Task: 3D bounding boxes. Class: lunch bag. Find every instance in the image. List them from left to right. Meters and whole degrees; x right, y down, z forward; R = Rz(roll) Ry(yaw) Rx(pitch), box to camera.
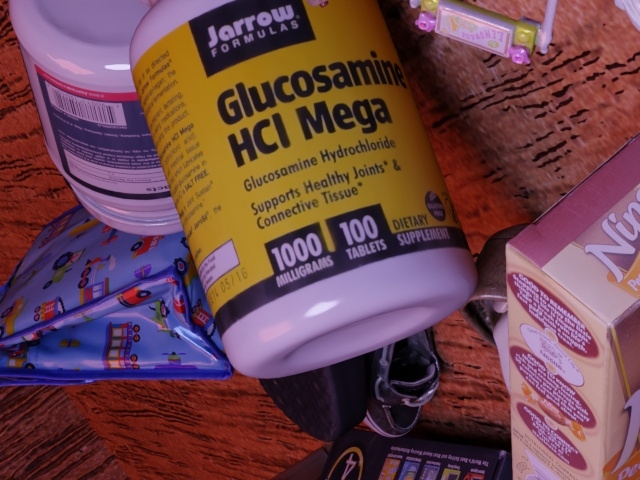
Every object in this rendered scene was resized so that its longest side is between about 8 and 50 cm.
[{"bbox_3d":[-0.212,0.038,1.851,0.293,0.221,0.138,-12,124,23],"label":"lunch bag"}]

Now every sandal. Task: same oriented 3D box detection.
[{"bbox_3d":[-0.002,0.000,1.653,0.167,0.107,0.446,41,152,28],"label":"sandal"}]

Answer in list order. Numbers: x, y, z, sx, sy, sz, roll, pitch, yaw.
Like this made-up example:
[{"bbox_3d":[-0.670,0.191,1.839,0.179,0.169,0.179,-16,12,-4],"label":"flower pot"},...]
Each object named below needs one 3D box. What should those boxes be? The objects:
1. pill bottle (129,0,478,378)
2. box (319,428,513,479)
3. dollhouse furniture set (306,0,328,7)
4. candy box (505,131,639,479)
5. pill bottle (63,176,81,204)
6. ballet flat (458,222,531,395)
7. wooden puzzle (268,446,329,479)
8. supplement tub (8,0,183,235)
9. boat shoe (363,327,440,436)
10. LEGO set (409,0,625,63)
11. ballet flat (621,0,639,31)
[{"bbox_3d":[-0.027,-0.085,1.358,0.188,0.188,0.334,123,129,-70],"label":"pill bottle"},{"bbox_3d":[0.074,0.350,1.840,0.097,0.318,0.395,22,171,-20],"label":"box"},{"bbox_3d":[-0.004,-0.227,1.236,0.129,0.129,0.183,53,160,-5],"label":"dollhouse furniture set"},{"bbox_3d":[0.209,0.059,1.187,0.087,0.183,0.316,40,158,28],"label":"candy box"},{"bbox_3d":[-0.172,-0.016,2.023,0.123,0.123,0.219,21,144,56],"label":"pill bottle"},{"bbox_3d":[0.222,0.137,1.379,0.342,0.124,0.116,50,144,5],"label":"ballet flat"},{"bbox_3d":[0.040,0.342,2.182,0.221,0.044,0.238,53,-167,7],"label":"wooden puzzle"},{"bbox_3d":[-0.155,-0.145,1.640,0.191,0.191,0.272,43,159,24],"label":"supplement tub"},{"bbox_3d":[0.072,0.124,1.785,0.070,0.078,0.219,39,156,35],"label":"boat shoe"},{"bbox_3d":[0.075,-0.199,1.092,0.287,0.132,0.107,41,152,25],"label":"LEGO set"},{"bbox_3d":[0.183,-0.170,0.874,0.139,0.139,0.400,36,155,38],"label":"ballet flat"}]
